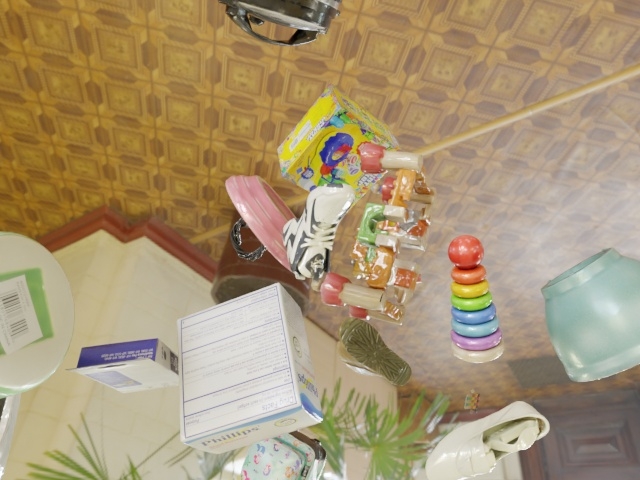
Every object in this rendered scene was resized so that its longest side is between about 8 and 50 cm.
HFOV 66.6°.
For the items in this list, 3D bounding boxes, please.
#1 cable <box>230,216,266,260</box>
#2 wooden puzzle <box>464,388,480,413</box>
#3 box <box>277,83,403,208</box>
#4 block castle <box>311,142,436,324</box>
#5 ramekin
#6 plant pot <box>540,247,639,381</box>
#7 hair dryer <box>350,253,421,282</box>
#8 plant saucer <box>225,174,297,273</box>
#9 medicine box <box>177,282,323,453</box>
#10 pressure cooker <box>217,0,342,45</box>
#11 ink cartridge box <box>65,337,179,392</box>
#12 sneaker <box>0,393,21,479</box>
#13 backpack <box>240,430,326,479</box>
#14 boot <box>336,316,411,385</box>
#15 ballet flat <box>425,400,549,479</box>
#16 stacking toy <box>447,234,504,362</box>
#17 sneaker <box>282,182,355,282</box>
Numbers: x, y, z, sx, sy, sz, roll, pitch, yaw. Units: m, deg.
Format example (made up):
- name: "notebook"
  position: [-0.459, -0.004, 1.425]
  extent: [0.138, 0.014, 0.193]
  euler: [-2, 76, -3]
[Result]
- name: "cable"
  position: [-0.264, -0.005, 1.796]
  extent: [0.150, 0.047, 0.184]
  euler: [39, 121, -11]
- name: "wooden puzzle"
  position: [0.490, 0.520, 1.575]
  extent: [0.049, 0.083, 0.006]
  euler: [4, -172, -17]
- name: "box"
  position: [0.060, -0.295, 1.600]
  extent: [0.279, 0.177, 0.290]
  euler: [26, 121, -31]
- name: "block castle"
  position: [0.155, -0.009, 1.358]
  extent: [0.213, 0.453, 0.303]
  euler: [11, 167, 26]
- name: "ramekin"
  position: [-0.567, 0.128, 0.824]
  extent: [0.148, 0.303, 0.303]
  euler: [-10, 141, 12]
- name: "plant pot"
  position: [0.607, 0.140, 1.047]
  extent: [0.293, 0.196, 0.293]
  euler: [-31, 167, -8]
- name: "hair dryer"
  position: [0.289, 0.112, 1.988]
  extent: [0.293, 0.080, 0.223]
  euler: [28, 135, -20]
- name: "plant saucer"
  position: [-0.129, -0.059, 1.362]
  extent: [0.084, 0.332, 0.332]
  euler: [-37, 133, 5]
- name: "medicine box"
  position: [-0.163, 0.283, 1.082]
  extent: [0.263, 0.289, 0.149]
  euler: [-20, 145, 9]
- name: "pressure cooker"
  position: [-0.100, -0.797, 1.431]
  extent: [0.370, 0.375, 0.420]
  euler: [17, 111, -1]
- name: "ink cartridge box"
  position: [-0.419, 0.282, 1.099]
  extent: [0.165, 0.065, 0.332]
  euler: [-6, 156, -5]
- name: "sneaker"
  position: [-0.793, 0.460, 1.102]
  extent: [0.147, 0.295, 0.104]
  euler: [6, 140, -19]
- name: "backpack"
  position: [-0.128, 0.710, 1.479]
  extent: [0.225, 0.253, 0.191]
  euler: [19, 174, 32]
- name: "boot"
  position: [0.098, 0.296, 1.311]
  extent: [0.236, 0.089, 0.269]
  euler: [46, 163, -8]
- name: "ballet flat"
  position: [0.487, 0.583, 1.395]
  extent: [0.400, 0.139, 0.139]
  euler: [-20, 148, -19]
- name: "stacking toy"
  position: [0.398, 0.145, 1.274]
  extent: [0.141, 0.141, 0.330]
  euler: [-6, 107, 15]
- name: "sneaker"
  position: [0.000, 0.000, 0.969]
  extent: [0.094, 0.153, 0.235]
  euler: [12, 147, -35]
